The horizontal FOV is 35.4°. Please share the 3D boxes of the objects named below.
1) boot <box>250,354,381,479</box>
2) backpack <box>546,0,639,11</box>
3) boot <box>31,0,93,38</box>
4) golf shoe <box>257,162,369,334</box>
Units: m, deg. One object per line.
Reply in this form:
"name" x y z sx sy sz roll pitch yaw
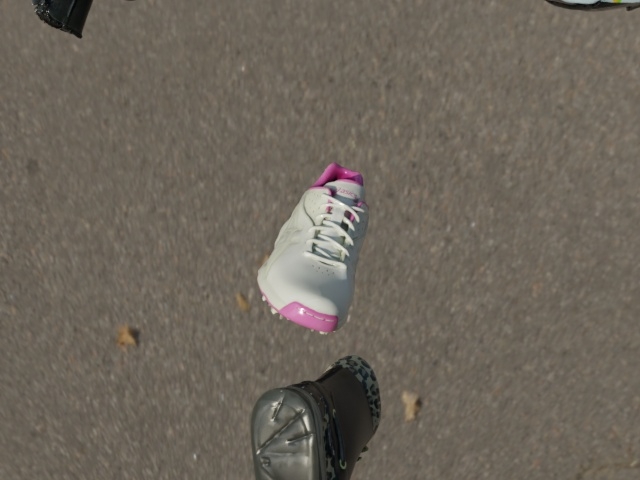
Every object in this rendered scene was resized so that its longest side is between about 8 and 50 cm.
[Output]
"boot" 0.005 0.234 0.958 0.085 0.178 0.236 2 99 23
"backpack" 0.219 -0.311 0.803 0.290 0.273 0.355 -12 47 -11
"boot" -0.290 -0.300 1.253 0.121 0.045 0.099 25 85 -35
"golf shoe" 0.000 0.000 1.196 0.115 0.140 0.306 21 21 -8
